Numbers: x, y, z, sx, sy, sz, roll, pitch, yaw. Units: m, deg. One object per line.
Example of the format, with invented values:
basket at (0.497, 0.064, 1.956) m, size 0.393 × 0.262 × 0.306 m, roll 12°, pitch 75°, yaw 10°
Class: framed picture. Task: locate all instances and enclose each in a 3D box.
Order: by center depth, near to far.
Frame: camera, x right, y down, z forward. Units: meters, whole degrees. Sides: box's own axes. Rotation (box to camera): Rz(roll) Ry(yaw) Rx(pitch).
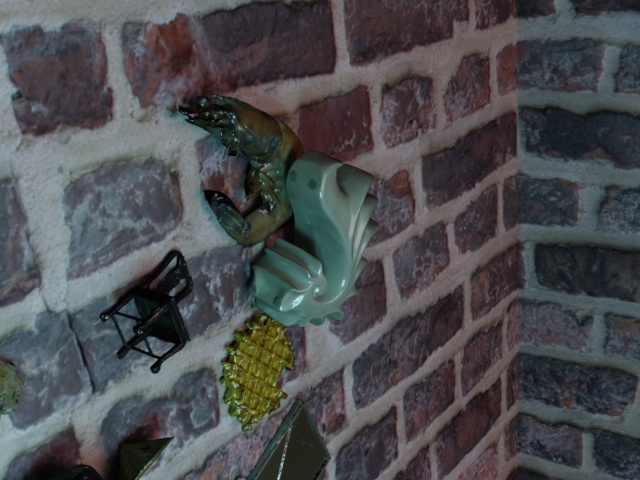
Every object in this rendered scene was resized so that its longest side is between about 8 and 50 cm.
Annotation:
framed picture at (-0.085, 0.556, 2.212) m, size 0.315 × 0.024 × 0.232 m, roll -54°, pitch 138°, yaw -35°

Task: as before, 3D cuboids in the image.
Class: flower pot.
flower pot at (0.000, 0.000, 2.048) m, size 0.254 × 0.165 × 0.367 m, roll 4°, pitch 108°, yaw -54°

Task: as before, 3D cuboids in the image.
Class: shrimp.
shrimp at (-0.162, -0.143, 1.905) m, size 0.445 × 0.085 × 0.272 m, roll 36°, pitch 72°, yaw -58°

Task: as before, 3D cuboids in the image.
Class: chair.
chair at (-0.280, 0.120, 1.747) m, size 0.229 × 0.113 × 0.106 m, roll -46°, pitch 135°, yaw -38°

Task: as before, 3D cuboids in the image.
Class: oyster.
oyster at (-0.514, 0.224, 1.440) m, size 0.132 × 0.072 × 0.209 m, roll -63°, pitch 145°, yaw -22°

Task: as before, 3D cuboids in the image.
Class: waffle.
waffle at (-0.129, 0.276, 2.061) m, size 0.229 × 0.051 × 0.231 m, roll -34°, pitch 124°, yaw -45°

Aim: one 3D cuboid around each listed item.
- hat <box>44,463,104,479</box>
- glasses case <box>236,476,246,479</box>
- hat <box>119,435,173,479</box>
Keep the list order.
hat at (-0.411, 0.443, 1.580) m, size 0.265 × 0.265 × 0.128 m, roll -12°, pitch 70°, yaw -55°
glasses case at (-0.184, 0.546, 2.058) m, size 0.083 × 0.021 × 0.032 m, roll -56°, pitch 141°, yaw -34°
hat at (-0.342, 0.395, 1.756) m, size 0.146 × 0.067 × 0.146 m, roll -50°, pitch 176°, yaw -4°
